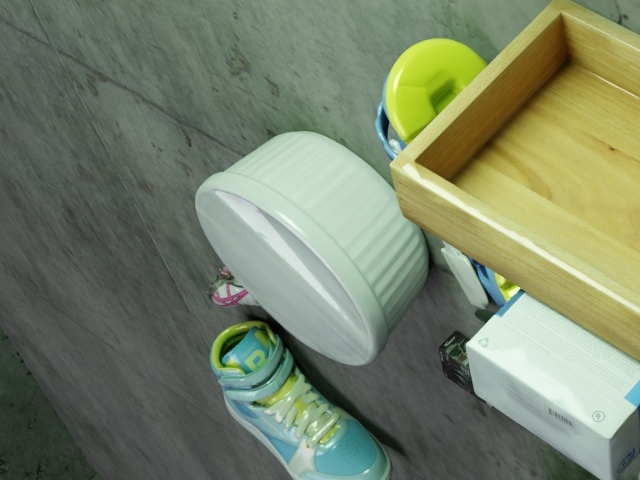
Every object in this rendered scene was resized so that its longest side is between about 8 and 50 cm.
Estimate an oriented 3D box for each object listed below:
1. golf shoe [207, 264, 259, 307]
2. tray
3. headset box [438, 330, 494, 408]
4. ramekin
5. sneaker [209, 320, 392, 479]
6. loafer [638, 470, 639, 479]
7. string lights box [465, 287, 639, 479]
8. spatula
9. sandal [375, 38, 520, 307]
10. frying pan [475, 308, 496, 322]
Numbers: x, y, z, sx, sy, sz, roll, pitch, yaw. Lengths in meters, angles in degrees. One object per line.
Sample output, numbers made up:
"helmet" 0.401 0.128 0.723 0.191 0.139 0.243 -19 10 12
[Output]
"golf shoe" -0.098 0.064 2.311 0.086 0.067 0.186 43 160 2
"tray" 0.272 -0.007 1.235 0.411 0.203 0.076 33 157 30
"headset box" 0.178 0.150 1.984 0.083 0.032 0.062 35 158 30
"ramekin" 0.000 0.000 1.903 0.273 0.127 0.273 39 160 17
"sneaker" -0.043 0.233 2.450 0.319 0.127 0.208 31 157 33
"loafer" 0.353 0.224 1.770 0.039 0.045 0.125 30 154 20
"string lights box" 0.244 0.042 1.301 0.133 0.260 0.077 34 157 30
"spatula" 0.161 0.002 1.754 0.168 0.019 0.242 28 154 52
"sandal" 0.152 -0.044 1.550 0.317 0.126 0.138 57 167 -14
"frying pan" 0.244 0.117 1.686 0.326 0.053 0.197 23 170 33
